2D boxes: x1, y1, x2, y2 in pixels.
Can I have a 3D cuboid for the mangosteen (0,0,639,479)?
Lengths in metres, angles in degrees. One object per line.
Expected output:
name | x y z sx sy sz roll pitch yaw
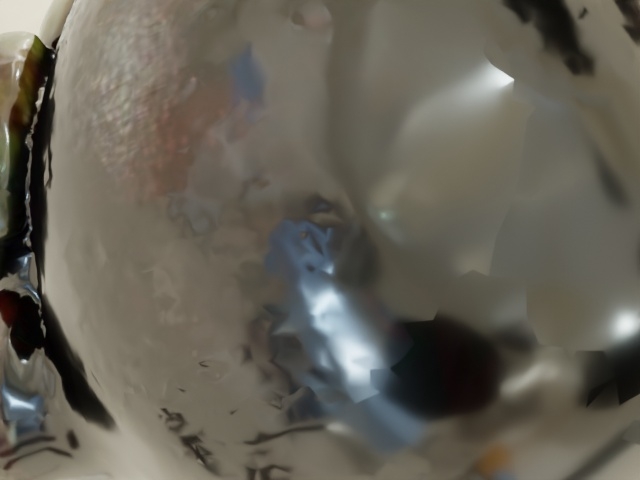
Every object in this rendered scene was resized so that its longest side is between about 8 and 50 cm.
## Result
mangosteen | 0.007 0.000 0.700 0.297 0.313 0.297 58 -8 13
